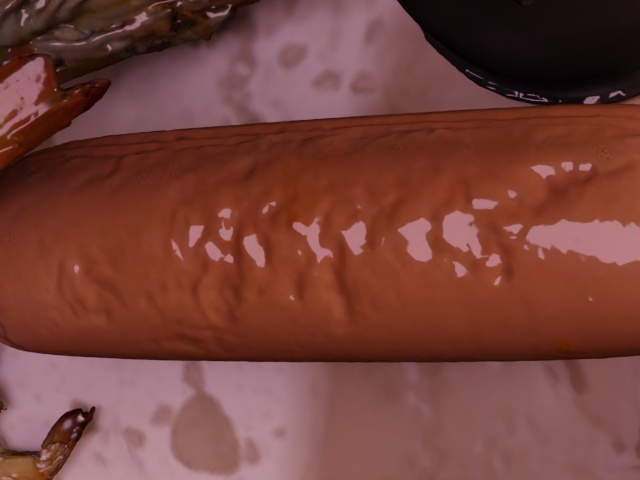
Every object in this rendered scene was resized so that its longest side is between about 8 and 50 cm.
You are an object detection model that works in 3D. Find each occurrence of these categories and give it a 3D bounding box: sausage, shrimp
[{"bbox_3d":[0.000,-0.001,0.494,0.289,0.086,0.086,-3,89,25],"label":"sausage"},{"bbox_3d":[-0.110,-0.070,0.530,0.249,0.068,0.150,-24,42,19],"label":"shrimp"},{"bbox_3d":[-0.128,0.052,0.589,0.083,0.023,0.114,15,102,21],"label":"shrimp"}]

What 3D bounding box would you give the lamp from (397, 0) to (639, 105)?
[{"bbox_3d":[0.036,-0.122,0.397,0.172,0.227,0.147,34,104,21],"label":"lamp"}]
